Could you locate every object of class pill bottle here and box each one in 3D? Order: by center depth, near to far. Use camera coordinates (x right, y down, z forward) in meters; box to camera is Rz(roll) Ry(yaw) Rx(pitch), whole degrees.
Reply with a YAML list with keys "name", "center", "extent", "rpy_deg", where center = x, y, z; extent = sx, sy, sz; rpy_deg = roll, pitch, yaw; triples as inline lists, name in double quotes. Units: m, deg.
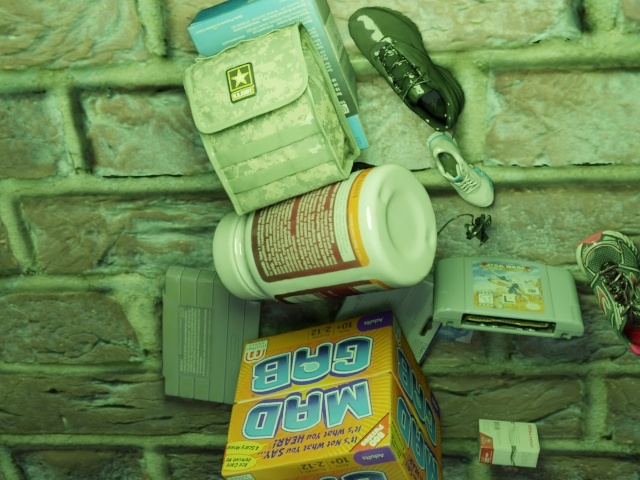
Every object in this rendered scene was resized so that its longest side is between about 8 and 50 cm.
- name: "pill bottle"
  center: [0.000, 0.000, 1.652]
  extent: [0.392, 0.224, 0.224]
  rpy_deg: [-11, 121, 37]

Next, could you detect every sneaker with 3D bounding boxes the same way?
- name: "sneaker"
  center: [0.163, -0.316, 1.624]
  extent: [0.286, 0.130, 0.109]
  rpy_deg: [40, 119, -15]
- name: "sneaker"
  center: [0.277, -0.127, 1.749]
  extent: [0.071, 0.083, 0.190]
  rpy_deg: [-38, 111, 23]
- name: "sneaker"
  center: [0.631, 0.105, 1.825]
  extent: [0.121, 0.112, 0.299]
  rpy_deg: [-27, 113, 21]

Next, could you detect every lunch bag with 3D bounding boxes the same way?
- name: "lunch bag"
  center: [-0.091, -0.223, 1.569]
  extent: [0.235, 0.169, 0.287]
  rpy_deg: [-17, 110, 21]

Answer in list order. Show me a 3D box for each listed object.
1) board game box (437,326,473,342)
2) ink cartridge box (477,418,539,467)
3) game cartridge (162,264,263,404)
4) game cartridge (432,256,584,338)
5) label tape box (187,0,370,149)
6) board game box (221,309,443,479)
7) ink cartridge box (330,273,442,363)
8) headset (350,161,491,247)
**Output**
- name: "board game box"
  center: [0.300, 0.182, 1.965]
  extent: [0.090, 0.020, 0.090]
  rpy_deg: [11, 123, 1]
- name: "ink cartridge box"
  center: [0.441, 0.479, 2.077]
  extent: [0.135, 0.099, 0.056]
  rpy_deg: [4, 121, 6]
- name: "game cartridge"
  center: [-0.254, 0.225, 2.040]
  extent: [0.230, 0.068, 0.355]
  rpy_deg: [10, 121, 6]
- name: "game cartridge"
  center: [0.380, 0.111, 1.808]
  extent: [0.297, 0.198, 0.062]
  rpy_deg: [5, 129, 4]
- name: "label tape box"
  center: [-0.067, -0.308, 1.671]
  extent: [0.240, 0.106, 0.334]
  rpy_deg: [-15, 118, 16]
- name: "board game box"
  center: [0.044, 0.427, 1.908]
  extent: [0.356, 0.356, 0.356]
  rpy_deg: [-15, 128, 17]
- name: "ink cartridge box"
  center: [0.161, 0.152, 1.950]
  extent: [0.224, 0.045, 0.223]
  rpy_deg: [21, 121, -6]
- name: "headset"
  center: [0.141, -0.039, 1.797]
  extent: [0.394, 0.185, 0.243]
  rpy_deg: [6, 108, 23]
